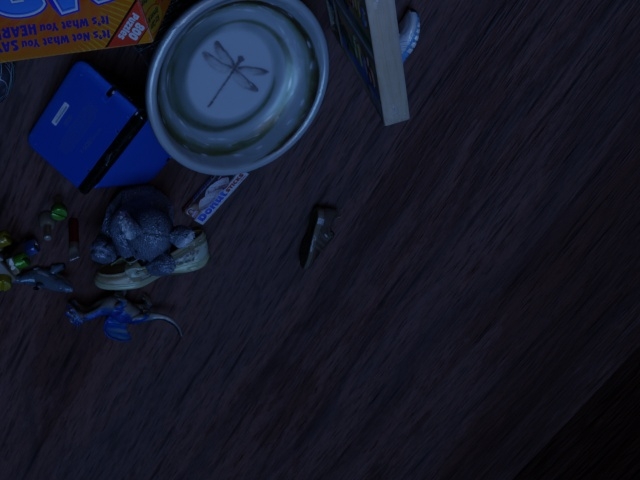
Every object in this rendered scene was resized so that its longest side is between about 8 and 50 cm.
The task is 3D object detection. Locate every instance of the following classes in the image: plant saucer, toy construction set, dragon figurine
[{"bbox_3d":[-0.175,-0.327,1.762,0.401,0.100,0.400,-18,129,-24],"label":"plant saucer"},{"bbox_3d":[-0.685,0.025,1.914,0.309,0.237,0.257,-5,130,-15],"label":"toy construction set"},{"bbox_3d":[-0.501,0.196,2.218,0.289,0.085,0.144,29,115,-34],"label":"dragon figurine"}]

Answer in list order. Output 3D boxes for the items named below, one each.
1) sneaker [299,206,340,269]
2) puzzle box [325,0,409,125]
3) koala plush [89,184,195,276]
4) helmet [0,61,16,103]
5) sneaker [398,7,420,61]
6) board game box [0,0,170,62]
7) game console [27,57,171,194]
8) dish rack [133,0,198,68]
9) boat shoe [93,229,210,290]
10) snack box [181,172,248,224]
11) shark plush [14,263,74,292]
[{"bbox_3d":[0.000,0.000,2.230,0.071,0.066,0.188,3,128,-21],"label":"sneaker"},{"bbox_3d":[0.070,-0.435,1.659,0.052,0.409,0.272,-17,131,-4],"label":"puzzle box"},{"bbox_3d":[-0.388,-0.024,1.944,0.196,0.221,0.203,15,88,-21],"label":"koala plush"},{"bbox_3d":[-0.669,-0.324,1.678,0.162,0.169,0.169,12,125,-7],"label":"helmet"},{"bbox_3d":[0.153,-0.424,1.924,0.083,0.071,0.190,13,123,-20],"label":"sneaker"},{"bbox_3d":[-0.444,-0.534,1.380,0.357,0.356,0.356,-5,133,12],"label":"board game box"},{"bbox_3d":[-0.433,-0.243,1.862,0.250,0.173,0.293,43,130,-8],"label":"game console"},{"bbox_3d":[-0.269,-0.394,1.812,0.208,0.074,0.271,-28,130,4],"label":"dish rack"},{"bbox_3d":[-0.410,0.042,2.117,0.285,0.104,0.089,-17,128,-18],"label":"boat shoe"},{"bbox_3d":[-0.251,-0.116,2.080,0.064,0.022,0.178,29,115,-36],"label":"snack box"},{"bbox_3d":[-0.672,0.092,2.088,0.161,0.067,0.073,14,123,-28],"label":"shark plush"}]
